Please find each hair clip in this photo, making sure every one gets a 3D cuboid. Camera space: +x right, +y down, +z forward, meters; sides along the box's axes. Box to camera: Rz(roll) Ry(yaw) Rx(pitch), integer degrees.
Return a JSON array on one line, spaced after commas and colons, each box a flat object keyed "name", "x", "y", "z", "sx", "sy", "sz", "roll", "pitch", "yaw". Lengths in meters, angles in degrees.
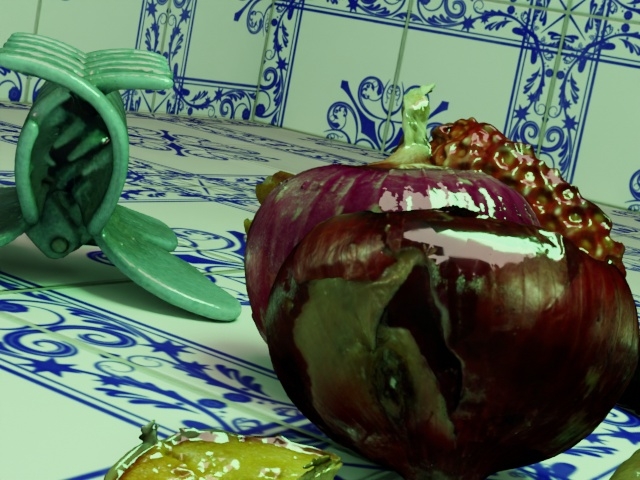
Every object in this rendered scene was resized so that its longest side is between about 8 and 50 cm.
[{"name": "hair clip", "x": -0.269, "y": -0.090, "z": 1.368, "sx": 0.392, "sy": 0.238, "sz": 0.318, "roll": 9, "pitch": 13, "yaw": -10}]

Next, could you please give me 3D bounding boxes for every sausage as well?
[{"name": "sausage", "x": 0.008, "y": -0.051, "z": 2.004, "sx": 0.103, "sy": 0.076, "sz": 0.302, "roll": 15, "pitch": 3, "yaw": -38}]

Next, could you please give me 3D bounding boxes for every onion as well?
[{"name": "onion", "x": 0.062, "y": 0.025, "z": 1.101, "sx": 0.256, "sy": 0.272, "sz": 0.230, "roll": -24, "pitch": 6, "yaw": -7}, {"name": "onion", "x": 0.086, "y": 0.097, "z": 0.888, "sx": 0.272, "sy": 0.195, "sz": 0.272, "roll": 5, "pitch": -35, "yaw": 3}]

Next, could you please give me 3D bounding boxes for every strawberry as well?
[{"name": "strawberry", "x": 0.246, "y": -0.012, "z": 1.669, "sx": 0.336, "sy": 0.149, "sz": 0.265, "roll": 35, "pitch": -20, "yaw": 39}]

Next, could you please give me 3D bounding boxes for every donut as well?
[{"name": "donut", "x": -0.052, "y": 0.161, "z": 0.655, "sx": 0.146, "sy": 0.078, "sz": 0.181, "roll": 8, "pitch": 16, "yaw": -11}]

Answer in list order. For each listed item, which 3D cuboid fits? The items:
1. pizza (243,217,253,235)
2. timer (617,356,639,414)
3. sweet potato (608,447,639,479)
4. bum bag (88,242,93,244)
[{"name": "pizza", "x": 0.000, "y": 0.000, "z": 1.820, "sx": 0.185, "sy": 0.036, "sz": 0.176, "roll": 19, "pitch": 12, "yaw": 40}, {"name": "timer", "x": 0.361, "y": 0.146, "z": 1.273, "sx": 0.144, "sy": 0.055, "sz": 0.187, "roll": 5, "pitch": 10, "yaw": -30}, {"name": "sweet potato", "x": 0.219, "y": 0.174, "z": 0.735, "sx": 0.337, "sy": 0.131, "sz": 0.131, "roll": 3, "pitch": 11, "yaw": -45}, {"name": "bum bag", "x": -0.302, "y": -0.015, "z": 1.564, "sx": 0.124, "sy": 0.034, "sz": 0.058, "roll": 3, "pitch": 12, "yaw": -42}]
